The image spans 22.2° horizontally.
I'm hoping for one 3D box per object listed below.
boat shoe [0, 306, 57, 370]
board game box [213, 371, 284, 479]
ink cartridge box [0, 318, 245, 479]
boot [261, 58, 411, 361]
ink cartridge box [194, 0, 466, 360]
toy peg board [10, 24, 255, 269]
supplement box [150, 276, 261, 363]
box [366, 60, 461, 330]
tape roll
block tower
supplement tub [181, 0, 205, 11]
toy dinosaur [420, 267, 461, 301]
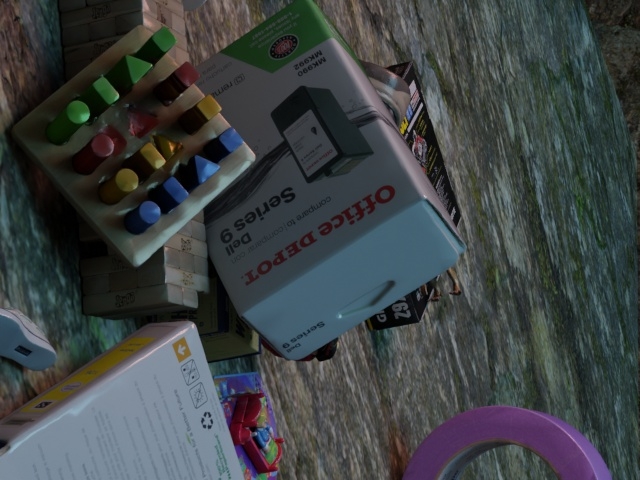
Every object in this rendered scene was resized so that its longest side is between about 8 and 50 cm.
[{"bbox_3d":[-0.250,0.072,1.317,0.100,0.035,0.035,41,16,-53],"label":"boat shoe"},{"bbox_3d":[-0.066,0.205,1.721,0.168,0.033,0.133,6,75,-68],"label":"board game box"},{"bbox_3d":[-0.170,0.263,1.342,0.307,0.072,0.304,-32,111,-48],"label":"ink cartridge box"},{"bbox_3d":[0.000,0.000,1.817,0.377,0.138,0.284,105,4,-65],"label":"boot"},{"bbox_3d":[-0.020,-0.062,1.581,0.121,0.211,0.289,47,12,-54],"label":"ink cartridge box"},{"bbox_3d":[-0.150,-0.090,1.405,0.161,0.079,0.161,49,63,-6],"label":"toy peg board"},{"bbox_3d":[-0.112,0.080,1.590,0.083,0.083,0.056,40,43,-59],"label":"supplement box"},{"bbox_3d":[0.099,-0.066,2.223,0.322,0.079,0.257,-63,136,-58],"label":"box"},{"bbox_3d":[0.241,0.353,2.103,0.090,0.274,0.275,20,61,-67],"label":"tape roll"},{"bbox_3d":[-0.173,-0.097,1.511,0.091,0.097,0.336,22,62,-66],"label":"block tower"},{"bbox_3d":[-0.136,-0.297,1.734,0.107,0.071,0.071,-68,142,-55],"label":"supplement tub"},{"bbox_3d":[0.158,0.031,2.151,0.183,0.053,0.093,23,58,-65],"label":"toy dinosaur"}]
